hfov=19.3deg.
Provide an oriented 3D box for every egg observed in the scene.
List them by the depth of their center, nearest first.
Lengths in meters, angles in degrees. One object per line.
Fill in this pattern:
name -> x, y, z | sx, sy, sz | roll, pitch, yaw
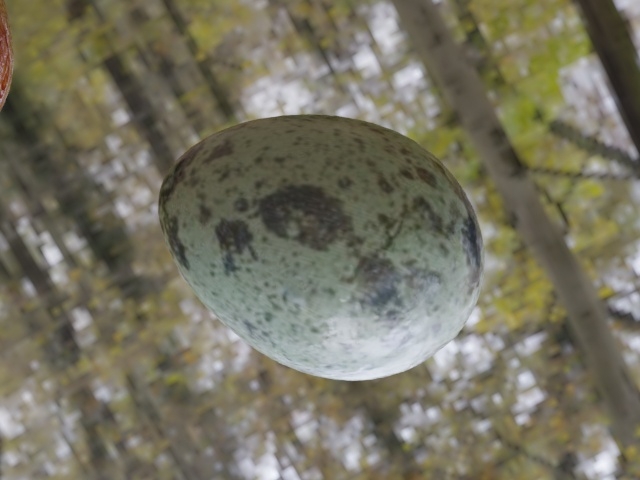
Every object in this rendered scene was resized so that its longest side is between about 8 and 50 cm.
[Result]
egg -> 0.000, 0.000, 0.963 | 0.132, 0.172, 0.132 | -159, -90, -88

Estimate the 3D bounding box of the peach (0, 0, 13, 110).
peach -> -0.305, -0.116, 1.166 | 0.232, 0.232, 0.257 | -28, -133, 2
